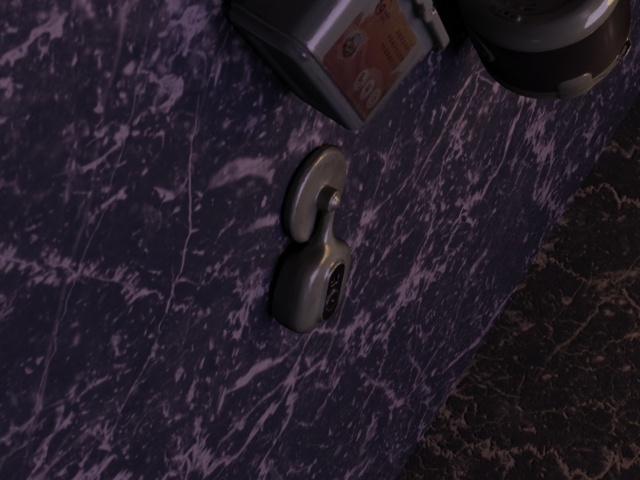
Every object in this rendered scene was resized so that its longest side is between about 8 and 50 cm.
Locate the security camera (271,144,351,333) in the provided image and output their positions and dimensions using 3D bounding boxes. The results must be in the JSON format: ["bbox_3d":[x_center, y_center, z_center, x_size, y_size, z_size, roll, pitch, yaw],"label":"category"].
[{"bbox_3d":[0.000,0.000,1.755,0.157,0.080,0.302,-32,138,-51],"label":"security camera"}]

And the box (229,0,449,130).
[{"bbox_3d":[0.020,-0.271,1.418,0.182,0.175,0.312,-54,156,-1],"label":"box"}]

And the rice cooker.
[{"bbox_3d":[0.370,-0.394,1.893,0.288,0.288,0.277,-62,158,-6],"label":"rice cooker"}]
